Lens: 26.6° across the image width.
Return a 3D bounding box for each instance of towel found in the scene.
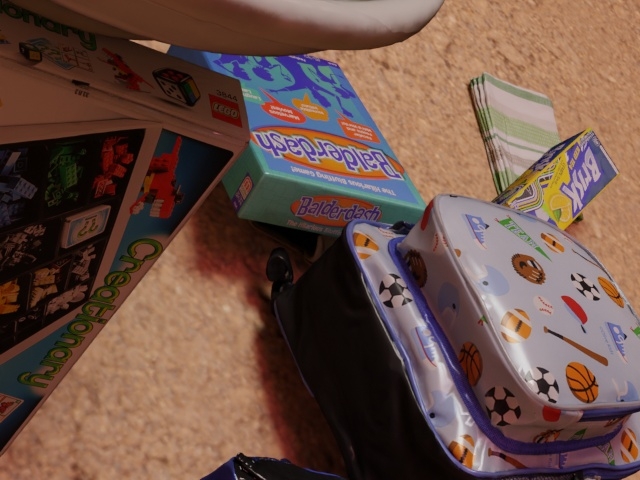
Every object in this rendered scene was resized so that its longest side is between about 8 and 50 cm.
[{"bbox_3d":[0.210,-0.095,1.366,0.113,0.023,0.152,12,52,-33],"label":"towel"}]

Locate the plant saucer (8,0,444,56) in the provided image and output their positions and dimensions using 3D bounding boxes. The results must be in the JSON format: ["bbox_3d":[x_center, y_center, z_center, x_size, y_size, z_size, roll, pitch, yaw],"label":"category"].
[{"bbox_3d":[-0.123,-0.205,0.677,0.400,0.100,0.400,27,32,-19],"label":"plant saucer"}]

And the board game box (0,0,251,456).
[{"bbox_3d":[-0.197,0.003,0.719,0.193,0.305,0.053,18,42,-31],"label":"board game box"}]

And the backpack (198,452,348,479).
[{"bbox_3d":[-0.026,0.196,0.872,0.120,0.101,0.098,13,53,-39],"label":"backpack"}]

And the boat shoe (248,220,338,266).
[{"bbox_3d":[0.000,0.000,1.094,0.135,0.050,0.045,27,48,-10],"label":"boat shoe"}]

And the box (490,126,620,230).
[{"bbox_3d":[0.215,-0.041,1.282,0.169,0.054,0.059,-39,97,-43],"label":"box"}]

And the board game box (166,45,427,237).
[{"bbox_3d":[-0.022,-0.087,1.096,0.160,0.047,0.210,11,35,-35],"label":"board game box"}]

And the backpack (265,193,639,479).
[{"bbox_3d":[0.127,0.098,1.015,0.263,0.213,0.277,14,47,-47],"label":"backpack"}]
